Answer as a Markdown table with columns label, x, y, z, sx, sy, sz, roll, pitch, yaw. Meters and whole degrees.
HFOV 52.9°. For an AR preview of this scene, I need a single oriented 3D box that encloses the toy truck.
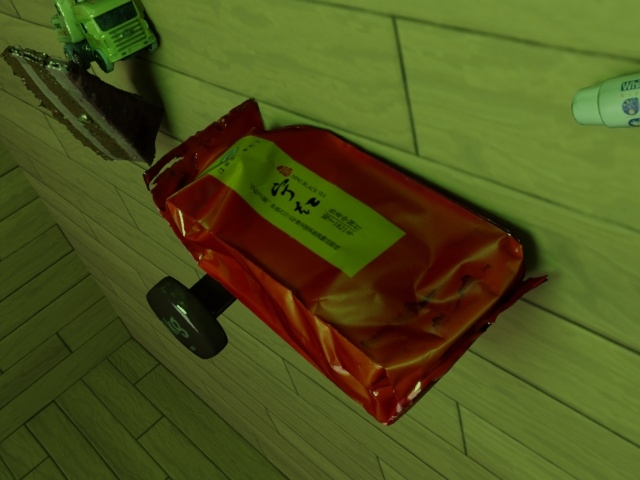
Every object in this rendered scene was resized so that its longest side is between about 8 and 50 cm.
| label | x | y | z | sx | sy | sz | roll | pitch | yaw |
| --- | --- | --- | --- | --- | --- | --- | --- | --- | --- |
| toy truck | -0.313 | -0.304 | 0.893 | 0.191 | 0.085 | 0.116 | 21 | 140 | 50 |

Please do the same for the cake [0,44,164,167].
| label | x | y | z | sx | sy | sz | roll | pitch | yaw |
| --- | --- | --- | --- | --- | --- | --- | --- | --- | --- |
| cake | -0.324 | -0.204 | 0.922 | 0.115 | 0.113 | 0.295 | 15 | 171 | 13 |

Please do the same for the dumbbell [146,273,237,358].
| label | x | y | z | sx | sy | sz | roll | pitch | yaw |
| --- | --- | --- | --- | --- | --- | --- | --- | --- | --- |
| dumbbell | -0.121 | 0.049 | 0.899 | 0.124 | 0.225 | 0.140 | 49 | 153 | -6 |

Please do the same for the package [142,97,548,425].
| label | x | y | z | sx | sy | sz | roll | pitch | yaw |
| --- | --- | --- | --- | --- | --- | --- | --- | --- | --- |
| package | 0.001 | 0.000 | 0.668 | 0.423 | 0.196 | 0.123 | 33 | 152 | 34 |

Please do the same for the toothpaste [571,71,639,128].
| label | x | y | z | sx | sy | sz | roll | pitch | yaw |
| --- | --- | --- | --- | --- | --- | --- | --- | --- | --- |
| toothpaste | 0.240 | -0.083 | 0.346 | 0.218 | 0.033 | 0.052 | 5 | 131 | 54 |
